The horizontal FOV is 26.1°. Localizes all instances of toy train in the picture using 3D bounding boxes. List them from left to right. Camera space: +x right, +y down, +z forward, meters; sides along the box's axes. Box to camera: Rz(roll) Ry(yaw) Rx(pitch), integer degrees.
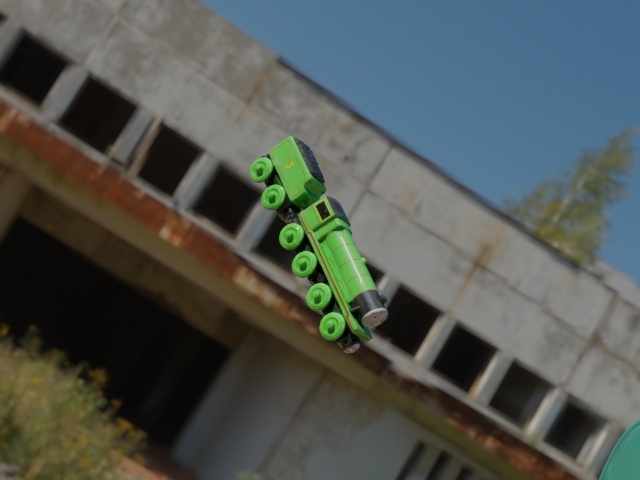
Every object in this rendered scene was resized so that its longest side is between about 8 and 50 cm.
[{"bbox_3d":[0.000,0.000,0.464,0.017,0.023,0.083,35,25,-56],"label":"toy train"}]

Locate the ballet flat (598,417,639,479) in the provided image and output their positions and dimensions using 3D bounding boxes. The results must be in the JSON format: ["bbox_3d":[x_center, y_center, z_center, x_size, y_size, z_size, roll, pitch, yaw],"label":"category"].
[{"bbox_3d":[0.206,0.338,0.809,0.182,0.483,0.164,30,-35,-8],"label":"ballet flat"}]
